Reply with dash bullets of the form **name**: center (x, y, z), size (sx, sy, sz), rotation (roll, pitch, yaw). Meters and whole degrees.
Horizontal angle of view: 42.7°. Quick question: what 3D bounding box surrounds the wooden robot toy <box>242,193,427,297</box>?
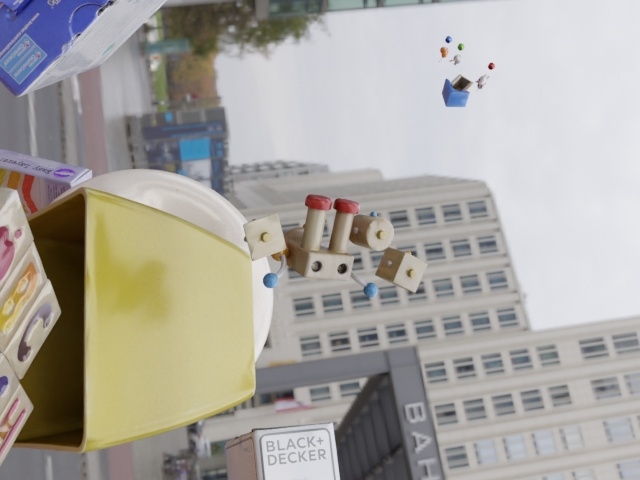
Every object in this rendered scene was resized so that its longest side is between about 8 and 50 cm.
- **wooden robot toy**: center (0.000, 0.000, 0.674), size (0.079, 0.173, 0.076), rotation (18, -81, 59)

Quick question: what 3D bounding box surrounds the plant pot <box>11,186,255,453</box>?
- **plant pot**: center (-0.177, 0.083, 0.778), size (0.212, 0.187, 0.212), rotation (-15, -106, 50)

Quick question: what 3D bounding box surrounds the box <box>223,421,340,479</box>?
- **box**: center (-0.033, 0.345, 0.855), size (0.169, 0.087, 0.290), rotation (131, -46, -64)

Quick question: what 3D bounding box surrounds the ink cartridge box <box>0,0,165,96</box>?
- **ink cartridge box**: center (-0.305, -0.341, 1.057), size (0.151, 0.270, 0.395), rotation (47, 15, -14)

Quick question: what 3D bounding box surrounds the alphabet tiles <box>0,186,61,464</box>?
- **alphabet tiles**: center (-0.236, 0.147, 0.430), size (0.285, 0.011, 0.343), rotation (105, 7, -61)

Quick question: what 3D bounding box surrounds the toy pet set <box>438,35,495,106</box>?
- **toy pet set**: center (0.282, -0.338, 1.694), size (0.122, 0.065, 0.114), rotation (36, -31, 17)

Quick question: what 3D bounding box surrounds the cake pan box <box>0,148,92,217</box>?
- **cake pan box**: center (-0.508, -0.021, 1.388), size (0.070, 0.245, 0.267), rotation (-58, 160, -56)

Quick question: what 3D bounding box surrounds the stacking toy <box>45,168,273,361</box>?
- **stacking toy**: center (-0.292, 0.117, 1.278), size (0.480, 0.350, 0.351), rotation (142, -59, -67)
